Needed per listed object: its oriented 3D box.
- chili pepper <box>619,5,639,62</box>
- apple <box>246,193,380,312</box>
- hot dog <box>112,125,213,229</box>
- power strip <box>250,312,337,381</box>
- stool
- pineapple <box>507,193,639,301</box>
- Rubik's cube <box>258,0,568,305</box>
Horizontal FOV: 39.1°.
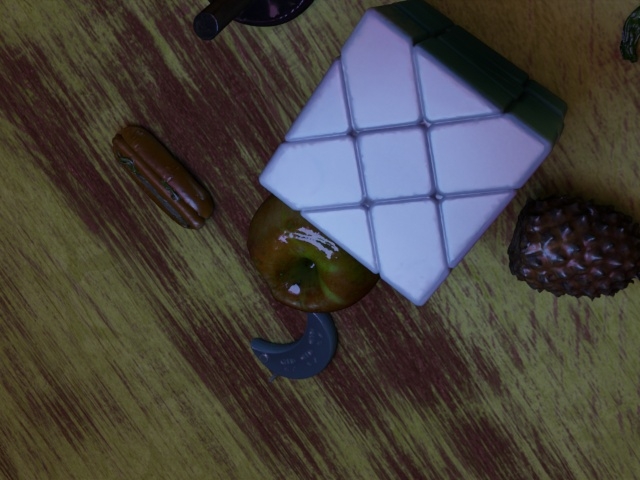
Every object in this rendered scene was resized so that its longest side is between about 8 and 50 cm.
[{"bbox_3d":[0.473,-0.311,1.353,0.034,0.030,0.091,8,120,-7],"label":"chili pepper"},{"bbox_3d":[0.000,0.000,1.588,0.246,0.226,0.246,9,124,14],"label":"apple"},{"bbox_3d":[-0.312,-0.119,1.763,0.249,0.068,0.100,44,123,1],"label":"hot dog"},{"bbox_3d":[-0.049,0.215,1.804,0.137,0.044,0.216,48,121,-2],"label":"power strip"},{"bbox_3d":[-0.135,-0.471,1.467,0.272,0.178,0.272,10,117,21],"label":"stool"},{"bbox_3d":[0.486,0.029,1.432,0.361,0.175,0.175,14,117,2],"label":"pineapple"},{"bbox_3d":[0.152,-0.150,1.383,0.321,0.316,0.319,38,116,6],"label":"Rubik's cube"}]
